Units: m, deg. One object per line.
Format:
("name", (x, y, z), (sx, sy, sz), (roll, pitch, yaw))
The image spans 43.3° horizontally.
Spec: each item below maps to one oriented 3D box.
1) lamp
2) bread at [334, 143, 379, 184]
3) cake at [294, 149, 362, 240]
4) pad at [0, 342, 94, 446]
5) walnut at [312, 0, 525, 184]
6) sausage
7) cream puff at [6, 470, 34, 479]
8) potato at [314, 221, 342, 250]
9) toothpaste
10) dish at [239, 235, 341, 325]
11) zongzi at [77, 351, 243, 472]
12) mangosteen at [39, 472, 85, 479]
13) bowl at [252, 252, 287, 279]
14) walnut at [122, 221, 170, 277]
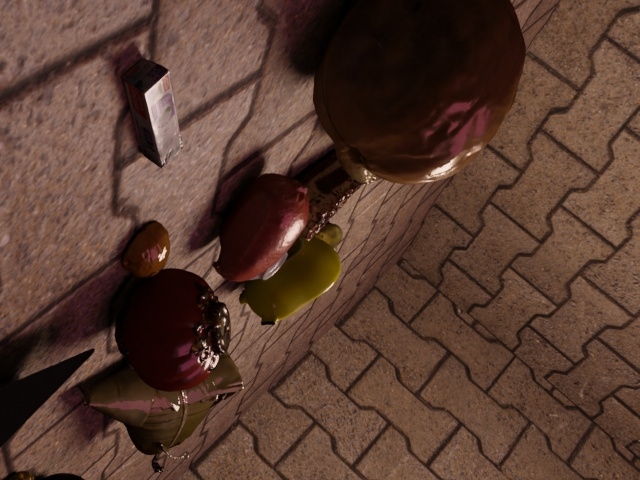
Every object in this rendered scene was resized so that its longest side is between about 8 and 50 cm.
("lamp", (-0.273, 0.163, 1.470), (0.227, 0.227, 0.227), (-46, 168, -13))
("bread", (0.136, -0.261, 1.716), (0.305, 0.158, 0.305), (-50, 168, -14))
("cake", (0.006, -0.108, 1.850), (0.246, 0.112, 0.135), (-42, 170, -44))
("pad", (-0.556, 0.286, 1.254), (0.375, 0.063, 0.315), (-43, 172, 23))
("walnut", (0.168, -0.280, 1.390), (0.383, 0.383, 0.384), (-46, 168, -13))
("sausage", (-0.115, -0.029, 1.582), (0.254, 0.148, 0.148), (-50, 170, 32))
("cream puff", (-0.617, 0.509, 1.631), (0.083, 0.058, 0.083), (-50, 170, 14))
("potato", (0.000, 0.000, 2.221), (0.105, 0.085, 0.188), (-54, 163, 13))
("toothpaste", (-0.215, -0.161, 1.048), (0.047, 0.040, 0.196), (-49, 169, -20))
("dish", (-0.091, 0.068, 1.963), (0.262, 0.221, 0.108), (-39, 127, -10))
("zongzi", (-0.425, 0.409, 1.821), (0.418, 0.181, 0.447), (-10, 145, -48))
("mangosteen", (-0.605, 0.632, 1.777), (0.249, 0.212, 0.211), (-18, 164, -4))
("bowl", (-0.132, 0.033, 1.841), (0.189, 0.086, 0.189), (-46, 169, -12))
("walnut", (-0.282, 0.023, 1.349), (0.091, 0.052, 0.121), (-45, 170, -33))
